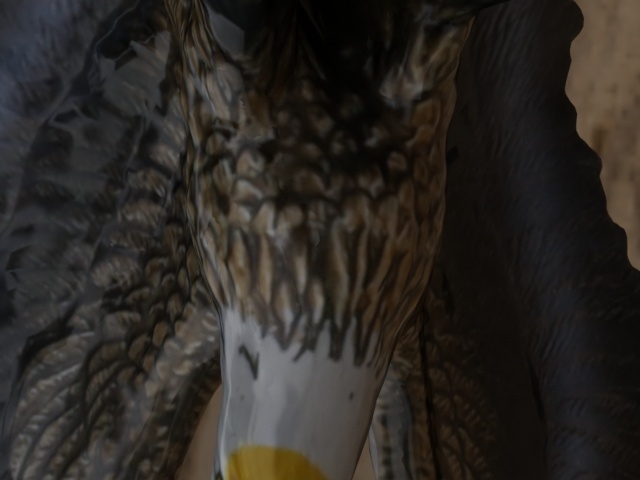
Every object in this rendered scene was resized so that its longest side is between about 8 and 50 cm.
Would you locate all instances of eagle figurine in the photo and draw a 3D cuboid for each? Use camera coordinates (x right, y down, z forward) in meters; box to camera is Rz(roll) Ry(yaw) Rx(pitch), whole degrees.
[{"bbox_3d":[-0.005,0.008,0.444,0.226,0.225,0.298,36,146,16],"label":"eagle figurine"}]
